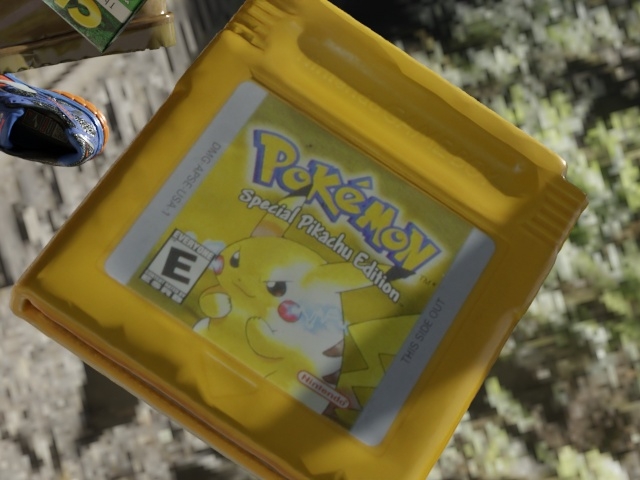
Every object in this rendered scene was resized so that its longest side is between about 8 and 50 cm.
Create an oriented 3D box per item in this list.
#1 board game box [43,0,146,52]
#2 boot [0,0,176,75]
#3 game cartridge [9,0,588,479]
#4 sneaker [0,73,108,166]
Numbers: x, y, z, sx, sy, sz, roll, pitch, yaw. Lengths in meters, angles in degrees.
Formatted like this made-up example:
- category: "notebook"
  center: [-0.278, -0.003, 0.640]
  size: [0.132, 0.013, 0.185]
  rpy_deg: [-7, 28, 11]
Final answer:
- category: "board game box"
  center: [-0.179, -0.219, 0.865]
  size: [0.260, 0.136, 0.030]
  rpy_deg: [41, 50, -8]
- category: "boot"
  center: [-0.220, -0.254, 1.171]
  size: [0.089, 0.236, 0.269]
  rpy_deg: [10, -69, 58]
- category: "game cartridge"
  center: [0.000, 0.000, 1.133]
  size: [0.323, 0.285, 0.052]
  rpy_deg: [-56, 178, -29]
- category: "sneaker"
  center: [-0.315, -0.127, 1.646]
  size: [0.087, 0.221, 0.083]
  rpy_deg: [-99, -156, -71]
